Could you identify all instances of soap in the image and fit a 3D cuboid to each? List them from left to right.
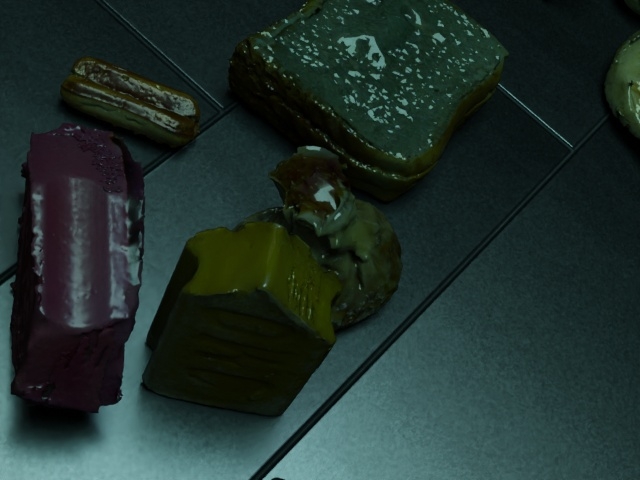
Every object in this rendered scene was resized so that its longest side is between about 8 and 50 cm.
[{"bbox_3d":[-0.241,0.028,1.166,0.112,0.182,0.289,5,63,-18],"label":"soap"},{"bbox_3d":[-0.072,0.077,1.145,0.160,0.257,0.080,13,57,-12],"label":"soap"}]

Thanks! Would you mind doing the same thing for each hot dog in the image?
[{"bbox_3d":[-0.215,-0.159,1.370,0.165,0.045,0.071,22,53,-6],"label":"hot dog"}]

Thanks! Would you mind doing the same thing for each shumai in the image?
[{"bbox_3d":[0.000,0.000,1.291,0.209,0.153,0.161,4,52,-14],"label":"shumai"}]

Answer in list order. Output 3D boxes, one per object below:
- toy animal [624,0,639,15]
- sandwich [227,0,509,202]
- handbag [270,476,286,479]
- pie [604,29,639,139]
[{"bbox_3d":[0.498,-0.362,1.718,0.137,0.098,0.098,44,56,9],"label":"toy animal"},{"bbox_3d":[0.068,-0.214,1.473,0.271,0.099,0.301,36,54,4],"label":"sandwich"},{"bbox_3d":[-0.007,0.355,1.049,0.089,0.175,0.270,-15,66,-24],"label":"handbag"},{"bbox_3d":[0.520,-0.189,1.643,0.274,0.055,0.274,9,57,-14],"label":"pie"}]
